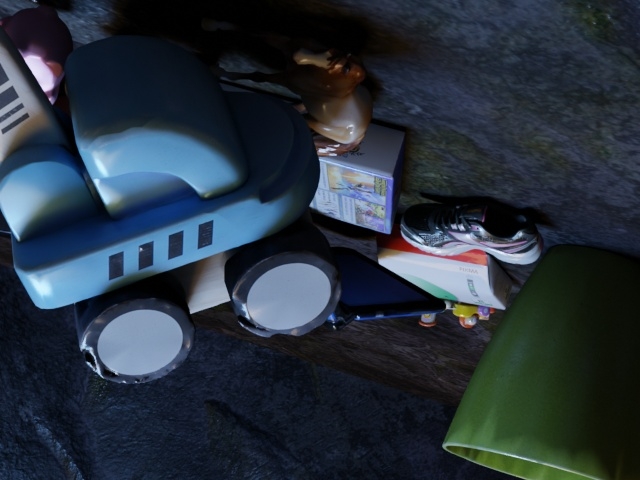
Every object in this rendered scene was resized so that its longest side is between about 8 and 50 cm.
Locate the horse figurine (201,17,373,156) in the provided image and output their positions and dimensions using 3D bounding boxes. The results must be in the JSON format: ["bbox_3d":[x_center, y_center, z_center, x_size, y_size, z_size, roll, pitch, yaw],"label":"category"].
[{"bbox_3d":[-0.013,-0.145,1.312,0.175,0.066,0.263,11,160,19],"label":"horse figurine"}]

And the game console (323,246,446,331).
[{"bbox_3d":[0.000,0.000,1.829,0.293,0.173,0.250,29,149,56],"label":"game console"}]

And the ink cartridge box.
[{"bbox_3d":[0.168,0.037,1.934,0.181,0.056,0.225,10,168,25],"label":"ink cartridge box"}]

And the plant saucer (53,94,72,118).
[{"bbox_3d":[-0.225,-0.089,1.626,0.258,0.047,0.259,32,-171,-22],"label":"plant saucer"}]

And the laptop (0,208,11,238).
[{"bbox_3d":[-0.576,-0.143,2.178,0.382,0.236,0.408,11,-165,26],"label":"laptop"}]

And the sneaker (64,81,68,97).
[{"bbox_3d":[-0.204,-0.147,1.556,0.192,0.064,0.086,28,169,-32],"label":"sneaker"}]

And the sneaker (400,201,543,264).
[{"bbox_3d":[0.188,-0.024,1.635,0.178,0.072,0.077,5,154,12],"label":"sneaker"}]

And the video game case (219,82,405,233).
[{"bbox_3d":[-0.024,-0.095,1.568,0.244,0.061,0.269,16,168,6],"label":"video game case"}]

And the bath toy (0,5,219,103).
[{"bbox_3d":[-0.273,-0.189,1.334,0.348,0.129,0.151,19,139,-20],"label":"bath toy"}]

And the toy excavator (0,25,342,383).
[{"bbox_3d":[-0.233,-0.093,1.165,0.433,0.222,0.445,-18,129,-1],"label":"toy excavator"}]

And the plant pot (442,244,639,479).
[{"bbox_3d":[0.330,0.166,1.722,0.275,0.293,0.275,16,167,4],"label":"plant pot"}]

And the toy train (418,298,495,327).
[{"bbox_3d":[0.210,0.110,2.084,0.166,0.046,0.125,5,-173,-4],"label":"toy train"}]
